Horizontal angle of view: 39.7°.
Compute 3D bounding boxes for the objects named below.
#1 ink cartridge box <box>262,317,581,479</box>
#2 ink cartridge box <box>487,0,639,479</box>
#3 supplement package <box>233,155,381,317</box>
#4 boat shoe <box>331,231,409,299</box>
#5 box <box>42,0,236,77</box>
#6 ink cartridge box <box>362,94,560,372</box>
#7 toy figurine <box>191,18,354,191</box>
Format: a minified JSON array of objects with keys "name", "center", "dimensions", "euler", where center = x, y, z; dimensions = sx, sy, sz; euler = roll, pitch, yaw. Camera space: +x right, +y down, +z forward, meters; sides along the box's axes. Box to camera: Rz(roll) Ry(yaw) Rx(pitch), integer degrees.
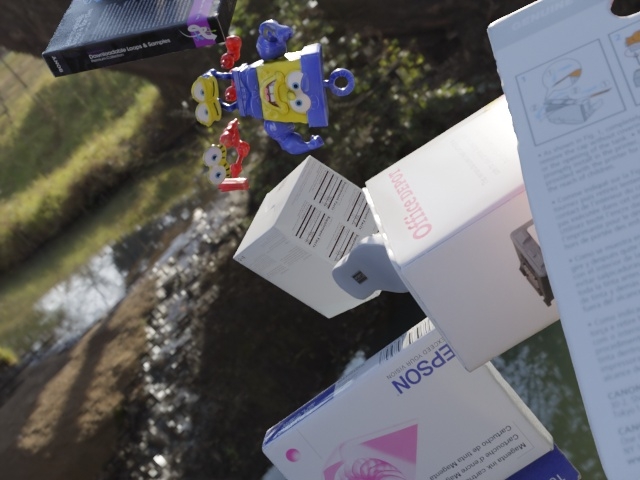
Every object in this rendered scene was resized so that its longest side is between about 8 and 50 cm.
[{"name":"ink cartridge box","center":[0.144,0.312,1.238],"dimensions":[0.324,0.330,0.071],"euler":[-38,9,14]},{"name":"ink cartridge box","center":[0.293,-0.049,0.566],"dimensions":[0.308,0.091,0.385],"euler":[-22,51,21]},{"name":"supplement package","center":[0.000,0.000,1.470],"dimensions":[0.194,0.203,0.149],"euler":[-33,27,60]},{"name":"boat shoe","center":[0.083,0.020,1.083],"dimensions":[0.076,0.080,0.228],"euler":[-47,1,-19]},{"name":"box","center":[-0.155,-0.199,0.787],"dimensions":[0.162,0.029,0.116],"euler":[-7,42,12]},{"name":"ink cartridge box","center":[0.209,-0.053,0.794],"dimensions":[0.306,0.131,0.226],"euler":[-34,20,9]},{"name":"toy figurine","center":[-0.057,-0.255,1.275],"dimensions":[0.217,0.363,0.191],"euler":[-1,24,13]}]
